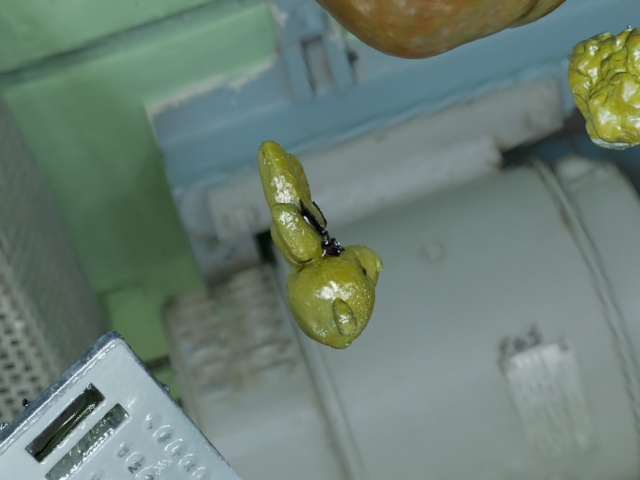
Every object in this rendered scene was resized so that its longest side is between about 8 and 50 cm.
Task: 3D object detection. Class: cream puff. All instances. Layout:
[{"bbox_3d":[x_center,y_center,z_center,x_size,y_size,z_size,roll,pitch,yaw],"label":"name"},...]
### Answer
[{"bbox_3d":[0.308,-0.155,1.729,0.146,0.116,0.146,-25,180,0],"label":"cream puff"}]

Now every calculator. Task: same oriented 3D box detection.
[{"bbox_3d":[-0.172,0.192,1.505,0.161,0.021,0.261,-45,139,-9],"label":"calculator"}]

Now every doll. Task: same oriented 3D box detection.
[{"bbox_3d":[0.000,0.000,1.704,0.097,0.209,0.137,-19,167,-1],"label":"doll"}]

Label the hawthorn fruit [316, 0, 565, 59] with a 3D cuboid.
[{"bbox_3d":[0.095,-0.292,1.381,0.268,0.267,0.301,-7,150,-14],"label":"hawthorn fruit"}]
